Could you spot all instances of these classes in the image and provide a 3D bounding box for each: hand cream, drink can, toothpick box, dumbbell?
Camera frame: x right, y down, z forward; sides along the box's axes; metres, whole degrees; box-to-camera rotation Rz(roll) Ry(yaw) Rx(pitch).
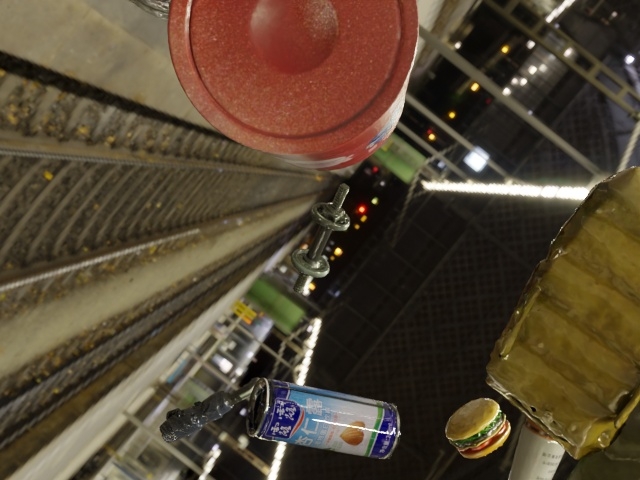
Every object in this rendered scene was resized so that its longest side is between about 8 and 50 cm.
[{"bbox_3d":[0.419,0.473,1.521,0.140,0.089,0.314,8,100,-61],"label":"hand cream"},{"bbox_3d":[0.006,0.288,1.233,0.097,0.235,0.097,-164,-90,-70],"label":"drink can"},{"bbox_3d":[-0.010,-0.175,0.763,0.204,0.204,0.333,-52,178,6],"label":"toothpick box"},{"bbox_3d":[0.000,0.000,1.486,0.254,0.082,0.081,-65,174,29],"label":"dumbbell"}]

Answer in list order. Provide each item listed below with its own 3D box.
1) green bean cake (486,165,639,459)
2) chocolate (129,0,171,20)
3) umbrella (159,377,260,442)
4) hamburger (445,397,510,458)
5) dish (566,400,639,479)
[{"bbox_3d":[0.254,0.052,0.655,0.229,0.131,0.224,-59,156,13],"label":"green bean cake"},{"bbox_3d":[-0.170,-0.385,0.897,0.303,0.303,0.213,-51,-172,50],"label":"chocolate"},{"bbox_3d":[-0.241,0.363,1.666,0.248,0.071,0.071,-29,-175,11],"label":"umbrella"},{"bbox_3d":[0.392,0.469,1.912,0.162,0.115,0.162,-33,-177,2],"label":"hamburger"},{"bbox_3d":[0.291,0.275,0.675,0.324,0.124,0.324,-51,166,-18],"label":"dish"}]
